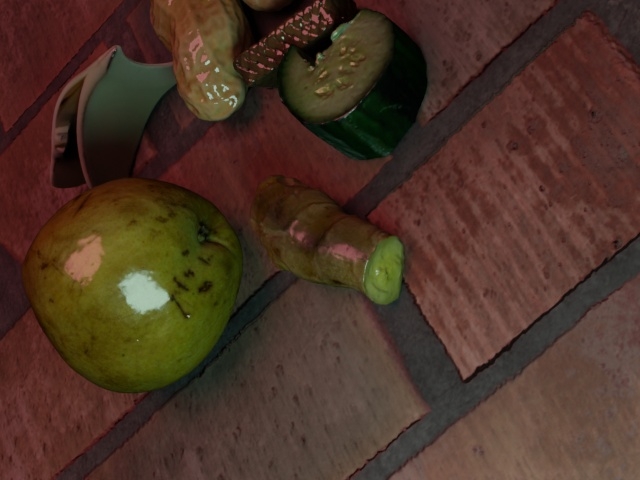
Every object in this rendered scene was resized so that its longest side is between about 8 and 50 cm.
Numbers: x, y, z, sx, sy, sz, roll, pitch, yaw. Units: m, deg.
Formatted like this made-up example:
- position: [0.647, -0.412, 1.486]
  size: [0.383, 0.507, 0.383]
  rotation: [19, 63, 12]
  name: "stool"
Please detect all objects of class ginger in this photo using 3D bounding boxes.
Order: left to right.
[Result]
- position: [0.000, 0.000, 1.707]
  size: [0.263, 0.116, 0.109]
  rotation: [29, 136, 36]
  name: "ginger"

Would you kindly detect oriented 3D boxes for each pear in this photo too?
- position: [-0.257, 0.053, 1.787]
  size: [0.304, 0.304, 0.304]
  rotation: [-13, 68, 36]
  name: "pear"

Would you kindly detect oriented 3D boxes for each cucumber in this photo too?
- position: [0.049, -0.212, 1.722]
  size: [0.191, 0.130, 0.191]
  rotation: [-13, 67, 31]
  name: "cucumber"

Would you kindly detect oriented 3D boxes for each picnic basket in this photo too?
- position: [-0.031, -0.284, 1.823]
  size: [0.193, 0.110, 0.055]
  rotation: [-30, 79, 28]
  name: "picnic basket"

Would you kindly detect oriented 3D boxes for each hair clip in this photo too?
- position: [-0.346, -0.191, 2.024]
  size: [0.113, 0.172, 0.282]
  rotation: [32, 108, 32]
  name: "hair clip"

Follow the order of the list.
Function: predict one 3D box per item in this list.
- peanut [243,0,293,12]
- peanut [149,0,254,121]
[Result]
- position: [-0.114, -0.469, 1.932]
  size: [0.111, 0.125, 0.274]
  rotation: [-34, 58, 17]
  name: "peanut"
- position: [-0.185, -0.328, 1.938]
  size: [0.153, 0.140, 0.325]
  rotation: [-21, 64, 18]
  name: "peanut"
